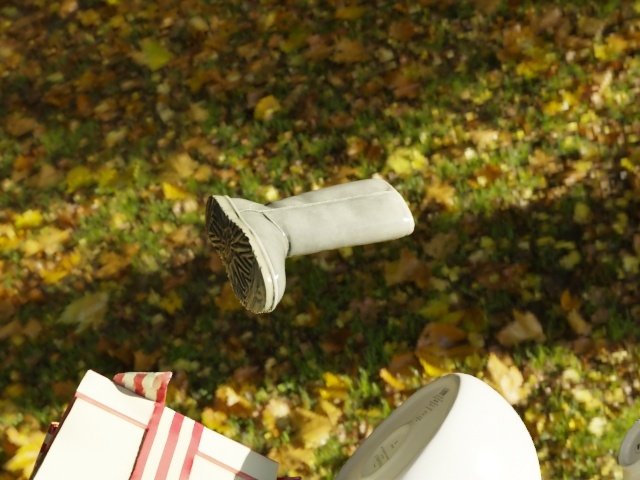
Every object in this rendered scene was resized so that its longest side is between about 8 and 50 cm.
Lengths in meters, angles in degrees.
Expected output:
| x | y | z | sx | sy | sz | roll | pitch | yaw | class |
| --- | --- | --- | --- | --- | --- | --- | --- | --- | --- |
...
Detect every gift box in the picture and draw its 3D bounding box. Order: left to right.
| x | y | z | sx | sy | sz | roll | pitch | yaw | class |
| --- | --- | --- | --- | --- | --- | --- | --- | --- | --- |
| -0.178 | 0.293 | 0.964 | 0.276 | 0.255 | 0.258 | -54 | 10 | 21 | gift box |

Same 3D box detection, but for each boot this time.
| x | y | z | sx | sy | sz | roll | pitch | yaw | class |
| --- | --- | --- | --- | --- | --- | --- | --- | --- | --- |
| 0.001 | -0.001 | 1.030 | 0.208 | 0.076 | 0.189 | 0 | 38 | -25 | boot |

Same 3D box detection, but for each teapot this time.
| x | y | z | sx | sy | sz | roll | pitch | yaw | class |
| --- | --- | --- | --- | --- | --- | --- | --- | --- | --- |
| 0.127 | 0.268 | 0.967 | 0.252 | 0.187 | 0.256 | -43 | 4 | 39 | teapot |

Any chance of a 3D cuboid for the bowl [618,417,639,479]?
| x | y | z | sx | sy | sz | roll | pitch | yaw | class |
| --- | --- | --- | --- | --- | --- | --- | --- | --- | --- |
| 0.409 | 0.257 | 1.172 | 0.080 | 0.170 | 0.170 | 30 | 47 | -3 | bowl |
